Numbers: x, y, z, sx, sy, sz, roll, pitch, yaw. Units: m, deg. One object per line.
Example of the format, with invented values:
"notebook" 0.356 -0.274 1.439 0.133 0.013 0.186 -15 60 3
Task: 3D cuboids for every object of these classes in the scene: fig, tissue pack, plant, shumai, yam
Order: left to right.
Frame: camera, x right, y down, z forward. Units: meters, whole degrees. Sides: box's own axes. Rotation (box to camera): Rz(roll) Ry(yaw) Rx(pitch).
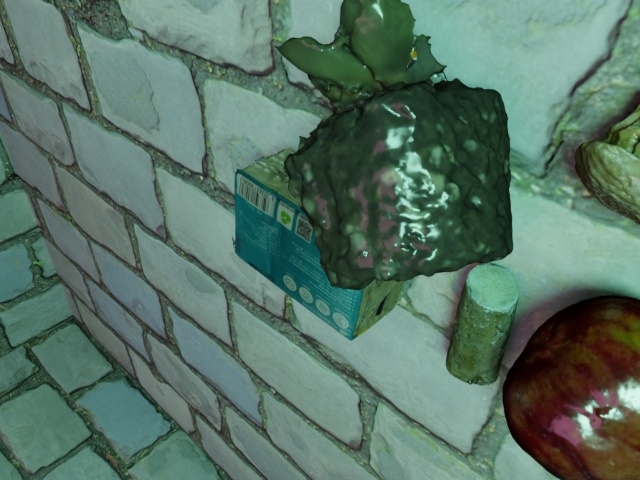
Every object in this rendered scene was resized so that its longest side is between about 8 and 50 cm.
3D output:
"tissue pack" 0.000 0.000 0.797 0.271 0.134 0.192 35 140 26
"plant" 0.078 -0.109 0.561 0.215 0.213 0.311 -21 78 48
"yam" 0.219 0.120 0.691 0.078 0.078 0.179 29 136 32
"fig" 0.325 0.184 0.535 0.249 0.203 0.186 42 -179 -3
"shumai" 0.301 -0.070 0.437 0.145 0.146 0.116 43 105 18

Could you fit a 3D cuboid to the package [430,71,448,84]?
"package" 0.114 -0.177 0.633 0.110 0.015 0.037 -19 101 51
